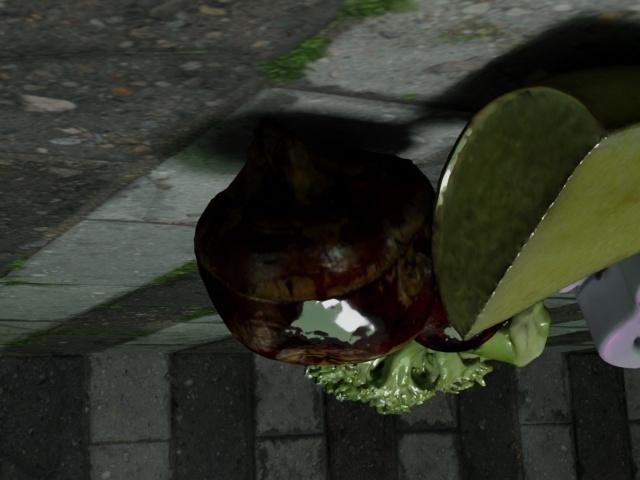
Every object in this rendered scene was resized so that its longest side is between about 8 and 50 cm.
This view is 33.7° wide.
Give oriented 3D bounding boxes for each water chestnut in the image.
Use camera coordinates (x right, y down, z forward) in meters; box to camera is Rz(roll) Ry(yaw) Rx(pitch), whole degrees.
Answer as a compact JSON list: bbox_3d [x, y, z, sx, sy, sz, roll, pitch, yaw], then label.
[{"bbox_3d":[0.000,0.000,0.926,0.223,0.238,0.224,-9,-155,4],"label":"water chestnut"}]

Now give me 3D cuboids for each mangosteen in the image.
[{"bbox_3d":[0.148,0.044,1.291,0.199,0.200,0.200,-3,169,0],"label":"mangosteen"}]

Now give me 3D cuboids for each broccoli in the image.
[{"bbox_3d":[0.181,0.129,1.566,0.397,0.275,0.353,-18,-168,29],"label":"broccoli"}]

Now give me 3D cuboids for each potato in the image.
[{"bbox_3d":[0.236,-0.054,0.845,0.255,0.112,0.269,-11,150,-26],"label":"potato"}]

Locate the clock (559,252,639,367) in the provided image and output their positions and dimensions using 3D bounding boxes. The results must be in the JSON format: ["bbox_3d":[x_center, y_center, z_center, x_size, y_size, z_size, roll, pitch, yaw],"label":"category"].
[{"bbox_3d":[0.402,0.014,1.044,0.338,0.102,0.338,-10,152,-5],"label":"clock"}]
